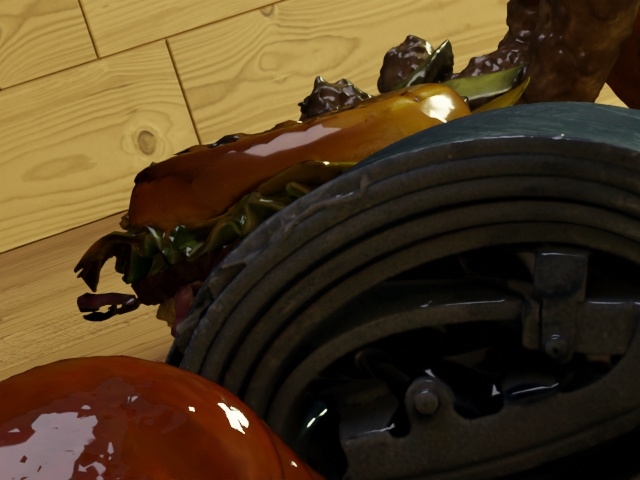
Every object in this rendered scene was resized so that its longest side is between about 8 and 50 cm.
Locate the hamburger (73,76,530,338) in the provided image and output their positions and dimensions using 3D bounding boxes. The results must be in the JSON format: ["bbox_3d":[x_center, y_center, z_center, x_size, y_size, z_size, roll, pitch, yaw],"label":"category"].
[{"bbox_3d":[0.000,0.000,1.009,0.262,0.138,0.243,-12,7,43],"label":"hamburger"}]

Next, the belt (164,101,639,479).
[{"bbox_3d":[0.048,0.037,0.532,0.190,0.141,0.082,-19,4,19],"label":"belt"}]

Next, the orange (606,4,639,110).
[{"bbox_3d":[0.301,-0.182,1.319,0.240,0.240,0.240,-18,6,2],"label":"orange"}]

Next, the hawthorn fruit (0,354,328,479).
[{"bbox_3d":[-0.055,0.091,0.406,0.138,0.132,0.133,-16,6,38],"label":"hawthorn fruit"}]

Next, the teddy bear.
[{"bbox_3d":[0.078,-0.106,1.253,0.223,0.296,0.246,3,20,-8],"label":"teddy bear"}]
